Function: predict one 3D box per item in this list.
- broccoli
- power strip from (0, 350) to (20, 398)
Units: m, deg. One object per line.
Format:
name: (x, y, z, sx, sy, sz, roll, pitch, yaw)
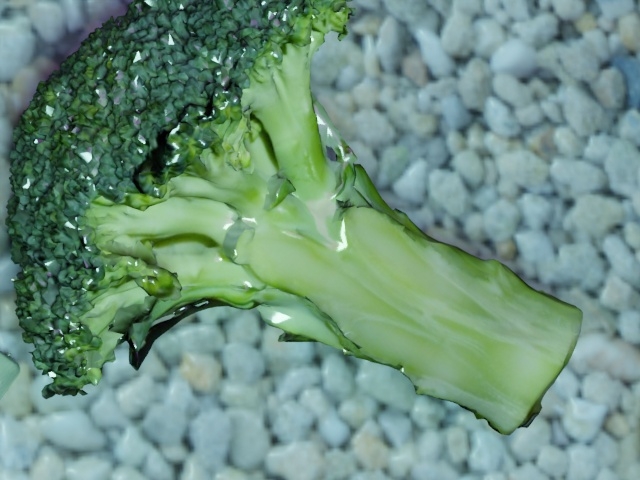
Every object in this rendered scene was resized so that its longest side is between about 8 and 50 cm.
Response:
broccoli: (0.003, -0.021, 1.085, 0.361, 0.221, 0.252, 8, 80, -29)
power strip: (-0.210, 0.094, 1.066, 0.040, 0.016, 0.090, 37, 68, -7)
